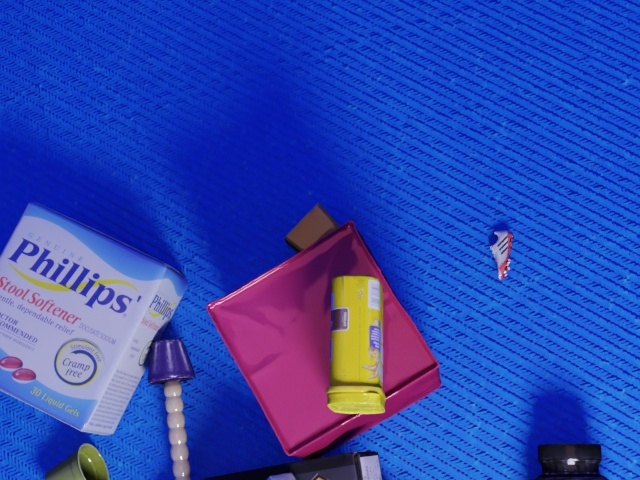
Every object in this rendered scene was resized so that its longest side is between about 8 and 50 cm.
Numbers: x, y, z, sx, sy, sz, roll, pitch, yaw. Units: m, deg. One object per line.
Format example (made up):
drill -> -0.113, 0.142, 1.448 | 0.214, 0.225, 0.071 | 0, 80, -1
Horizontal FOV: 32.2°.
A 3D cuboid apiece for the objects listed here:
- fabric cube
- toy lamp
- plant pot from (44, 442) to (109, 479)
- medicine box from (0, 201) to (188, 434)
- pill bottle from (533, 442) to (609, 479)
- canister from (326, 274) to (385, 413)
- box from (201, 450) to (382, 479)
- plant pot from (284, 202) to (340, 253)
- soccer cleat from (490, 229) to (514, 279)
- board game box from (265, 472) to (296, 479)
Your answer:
fabric cube -> 0.013, 0.161, 1.674 | 0.254, 0.258, 0.259 | -30, 75, 0
toy lamp -> -0.231, 0.295, 1.769 | 0.080, 0.080, 0.274 | -7, 77, 6
plant pot -> -0.395, 0.378, 1.775 | 0.079, 0.083, 0.083 | -26, 75, 14
medicine box -> -0.404, 0.127, 1.791 | 0.264, 0.149, 0.289 | 24, 82, 12
pill bottle -> 0.374, 0.413, 1.639 | 0.123, 0.123, 0.219 | -2, 77, 7
canister -> 0.049, 0.140, 1.479 | 0.073, 0.126, 0.169 | -1, 75, 7
box -> -0.030, 0.479, 1.647 | 0.296, 0.073, 0.293 | -15, 74, 30
plant pot -> 0.000, 0.000, 1.808 | 0.083, 0.081, 0.081 | 44, 86, 5
soccer cleat -> 0.290, 0.023, 1.790 | 0.036, 0.029, 0.083 | 7, 75, 18
board game box -> -0.077, 0.557, 1.582 | 0.318, 0.066, 0.318 | -46, 64, 19
